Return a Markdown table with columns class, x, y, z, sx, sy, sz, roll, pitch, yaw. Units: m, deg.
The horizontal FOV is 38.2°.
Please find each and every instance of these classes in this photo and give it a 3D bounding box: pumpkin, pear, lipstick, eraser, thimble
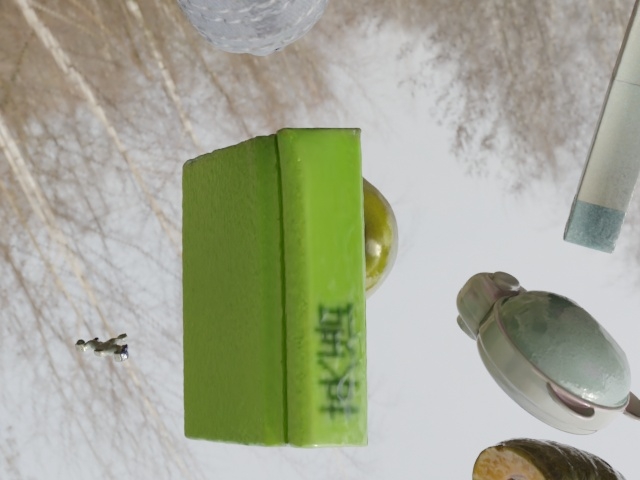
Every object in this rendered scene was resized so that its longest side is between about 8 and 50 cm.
| class | x | y | z | sx | sy | sz | roll | pitch | yaw |
| --- | --- | --- | --- | --- | --- | --- | --- | --- | --- |
| pumpkin | 0.355 | 0.444 | 1.373 | 0.232 | 0.324 | 0.242 | -4 | 179 | -37 |
| pear | -0.001 | 0.001 | 1.113 | 0.198 | 0.198 | 0.198 | -19 | -160 | 7 |
| lipstick | 0.372 | -0.140 | 1.127 | 0.068 | 0.317 | 0.066 | 16 | -151 | 12 |
| eraser | -0.044 | 0.042 | 0.826 | 0.092 | 0.274 | 0.210 | 6 | 169 | -35 |
| thimble | -0.092 | -0.342 | 1.070 | 0.205 | 0.236 | 0.172 | -33 | 162 | -5 |

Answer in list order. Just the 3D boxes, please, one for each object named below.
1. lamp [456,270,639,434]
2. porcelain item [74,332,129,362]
| class | x | y | z | sx | sy | sz | roll | pitch | yaw |
| --- | --- | --- | --- | --- | --- | --- | --- | --- | --- |
| lamp | 0.253 | 0.111 | 1.036 | 0.108 | 0.180 | 0.246 | -58 | -137 | 18 |
| porcelain item | -0.394 | 0.195 | 1.744 | 0.136 | 0.021 | 0.075 | 7 | -152 | 37 |
